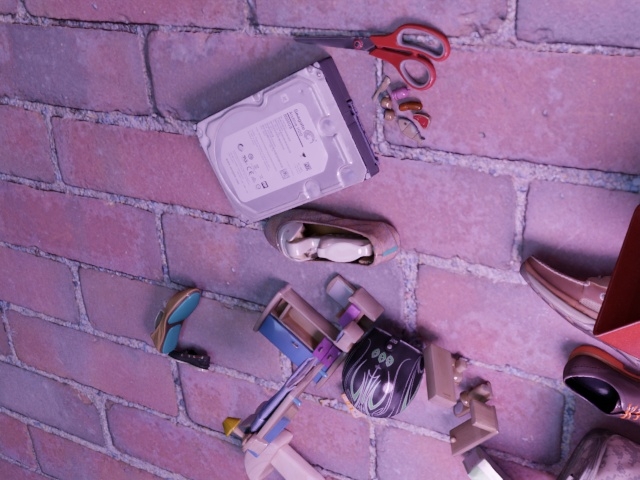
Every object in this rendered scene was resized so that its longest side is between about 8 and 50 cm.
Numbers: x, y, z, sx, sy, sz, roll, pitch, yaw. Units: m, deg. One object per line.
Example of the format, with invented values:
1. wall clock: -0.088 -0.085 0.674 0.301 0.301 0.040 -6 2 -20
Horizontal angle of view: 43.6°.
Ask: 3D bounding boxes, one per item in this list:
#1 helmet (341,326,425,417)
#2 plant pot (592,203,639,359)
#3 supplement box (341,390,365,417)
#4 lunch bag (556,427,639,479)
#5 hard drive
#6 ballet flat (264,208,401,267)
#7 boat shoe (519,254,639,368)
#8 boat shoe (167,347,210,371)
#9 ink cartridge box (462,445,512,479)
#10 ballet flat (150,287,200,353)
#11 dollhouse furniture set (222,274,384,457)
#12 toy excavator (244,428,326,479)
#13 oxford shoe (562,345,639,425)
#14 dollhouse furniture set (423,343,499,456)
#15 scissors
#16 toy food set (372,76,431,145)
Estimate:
1. helmet: 0.120 0.269 1.581 0.169 0.169 0.162 28 83 18
2. plant pot: 0.591 0.065 1.119 0.235 0.267 0.267 36 150 -9
3. supplement box: 0.101 0.337 1.707 0.098 0.036 0.062 -24 99 37
4. lunch bag: 0.543 0.471 1.329 0.305 0.256 0.213 30 95 18
5. hard drive: -0.072 -0.181 1.552 0.338 0.064 0.237 -18 102 35
6. ballet flat: 0.000 0.000 1.565 0.315 0.106 0.108 1 113 32
7. boat shoe: 0.485 0.113 1.329 0.324 0.123 0.116 36 93 23
8. boat shoe: -0.318 0.283 1.940 0.133 0.049 0.042 11 85 37
9. ink cartridge box: 0.354 0.487 1.511 0.056 0.235 0.171 -44 84 3
10. ballet flat: -0.353 0.176 1.891 0.073 0.080 0.232 48 128 22
11. dollhouse furniture set: -0.076 0.225 1.596 0.198 0.303 0.286 40 127 8
12. toy excavator: 0.015 0.697 1.856 0.432 0.222 0.446 14 105 26
13. oxford shoe: 0.541 0.285 1.367 0.271 0.098 0.097 26 123 22
14. dollhouse furniture set: 0.237 0.309 1.543 0.151 0.144 0.123 25 133 -25
15. scissors: 0.086 -0.353 1.402 0.297 0.021 0.109 26 126 20
16. toy food set: 0.147 -0.230 1.418 0.122 0.019 0.078 41 127 9
